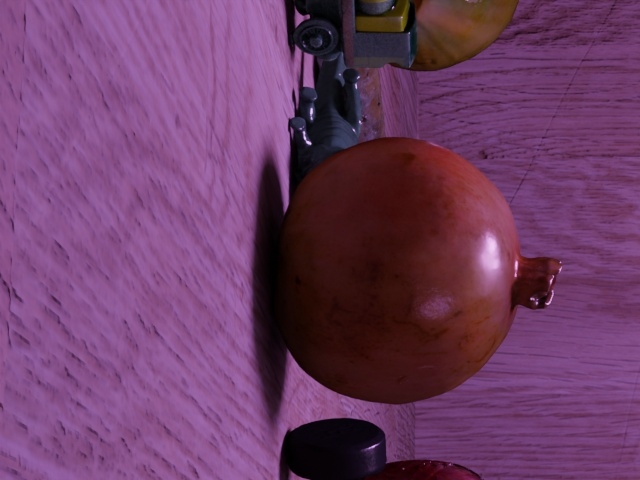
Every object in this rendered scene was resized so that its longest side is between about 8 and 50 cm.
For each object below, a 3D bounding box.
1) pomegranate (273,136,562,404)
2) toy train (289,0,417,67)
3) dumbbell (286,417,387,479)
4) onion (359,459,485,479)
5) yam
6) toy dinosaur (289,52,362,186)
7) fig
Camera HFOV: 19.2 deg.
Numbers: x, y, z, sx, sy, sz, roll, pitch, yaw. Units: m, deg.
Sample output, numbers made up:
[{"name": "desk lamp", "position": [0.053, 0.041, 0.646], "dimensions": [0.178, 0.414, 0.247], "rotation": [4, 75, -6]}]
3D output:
[{"name": "pomegranate", "position": [0.090, 0.030, 1.781], "dimensions": [0.229, 0.270, 0.252], "rotation": [-79, 172, -45]}, {"name": "toy train", "position": [0.030, -0.264, 1.893], "dimensions": [0.200, 0.132, 0.083], "rotation": [85, 6, -49]}, {"name": "dumbbell", "position": [0.018, 0.281, 1.882], "dimensions": [0.100, 0.100, 0.191], "rotation": [-65, 153, -75]}, {"name": "onion", "position": [0.089, 0.347, 2.034], "dimensions": [0.219, 0.252, 0.252], "rotation": [27, 57, -46]}, {"name": "yam", "position": [0.036, -0.155, 2.189], "dimensions": [0.078, 0.078, 0.179], "rotation": [-83, 170, -47]}, {"name": "toy dinosaur", "position": [0.011, -0.127, 1.969], "dimensions": [0.120, 0.079, 0.292], "rotation": [88, 6, -70]}, {"name": "fig", "position": [0.135, -0.329, 2.383], "dimensions": [0.271, 0.239, 0.239], "rotation": [-53, 142, -75]}]
